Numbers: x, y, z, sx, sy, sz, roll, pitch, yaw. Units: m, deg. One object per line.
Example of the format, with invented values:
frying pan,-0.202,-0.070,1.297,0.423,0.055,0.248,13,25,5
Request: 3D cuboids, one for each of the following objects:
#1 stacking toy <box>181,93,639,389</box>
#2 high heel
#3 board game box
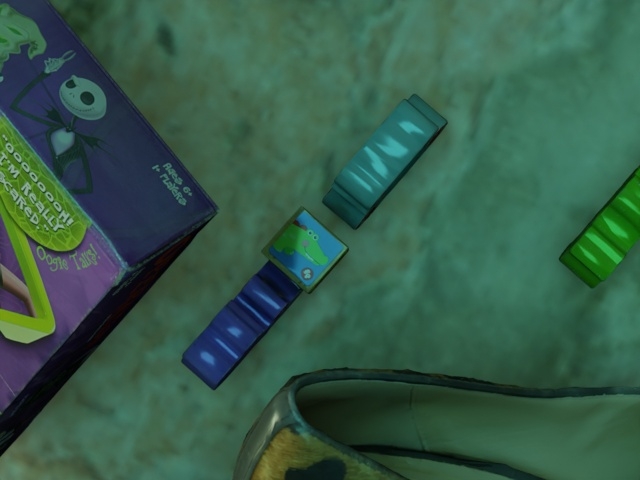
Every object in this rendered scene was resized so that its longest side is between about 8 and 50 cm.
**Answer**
stacking toy,0.000,0.000,0.625,0.167,0.052,0.221,43,90,3
high heel,0.107,0.065,0.540,0.261,0.186,0.093,-23,50,3
board game box,-0.199,-0.083,0.575,0.056,0.208,0.347,-35,84,-38
